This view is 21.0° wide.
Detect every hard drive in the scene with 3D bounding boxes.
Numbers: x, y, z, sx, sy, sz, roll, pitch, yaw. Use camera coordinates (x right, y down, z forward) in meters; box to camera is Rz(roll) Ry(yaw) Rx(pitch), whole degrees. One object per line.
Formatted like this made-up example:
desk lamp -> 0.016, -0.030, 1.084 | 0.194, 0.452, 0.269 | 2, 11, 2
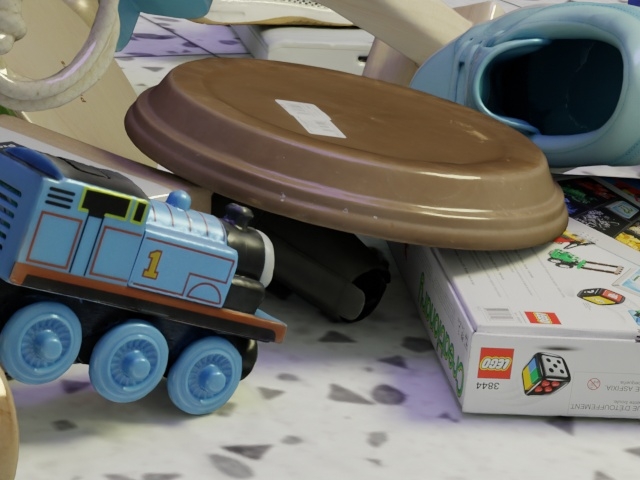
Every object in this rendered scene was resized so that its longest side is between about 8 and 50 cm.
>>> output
hard drive -> 0.019, -0.213, 1.743 | 0.203, 0.040, 0.307 | 1, 19, -13

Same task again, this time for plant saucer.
plant saucer -> 0.020, -0.060, 1.055 | 0.278, 0.041, 0.278 | 12, 17, -4

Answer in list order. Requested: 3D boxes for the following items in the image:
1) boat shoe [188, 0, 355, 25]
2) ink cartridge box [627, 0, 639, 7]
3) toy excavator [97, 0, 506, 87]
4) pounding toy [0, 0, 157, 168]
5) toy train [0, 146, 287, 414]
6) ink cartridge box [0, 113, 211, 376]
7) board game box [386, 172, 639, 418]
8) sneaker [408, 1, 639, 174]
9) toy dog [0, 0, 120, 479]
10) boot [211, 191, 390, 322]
boat shoe -> -0.010, -0.259, 1.656 | 0.277, 0.096, 0.098 | -7, 22, -32
ink cartridge box -> 0.400, -0.203, 1.455 | 0.396, 0.270, 0.151 | -6, 16, -31
toy excavator -> -0.103, -0.244, 1.386 | 0.445, 0.222, 0.433 | 11, -20, 24
pounding toy -> -0.218, -0.100, 1.201 | 0.183, 0.110, 0.236 | 33, 30, -49
toy train -> -0.097, 0.021, 0.852 | 0.184, 0.105, 0.080 | 15, 9, -39
ink cartridge box -> -0.207, 0.002, 0.955 | 0.193, 0.088, 0.235 | 19, 22, 38
board game box -> 0.153, 0.023, 1.045 | 0.193, 0.053, 0.305 | 3, 18, -7
sneaker -> 0.145, -0.114, 1.208 | 0.150, 0.135, 0.366 | 8, -5, -32
toy dog -> -0.231, -0.014, 0.719 | 0.161, 0.333, 0.220 | 0, -16, 44
boot -> 0.000, 0.000, 1.081 | 0.137, 0.076, 0.198 | 28, 23, 17
